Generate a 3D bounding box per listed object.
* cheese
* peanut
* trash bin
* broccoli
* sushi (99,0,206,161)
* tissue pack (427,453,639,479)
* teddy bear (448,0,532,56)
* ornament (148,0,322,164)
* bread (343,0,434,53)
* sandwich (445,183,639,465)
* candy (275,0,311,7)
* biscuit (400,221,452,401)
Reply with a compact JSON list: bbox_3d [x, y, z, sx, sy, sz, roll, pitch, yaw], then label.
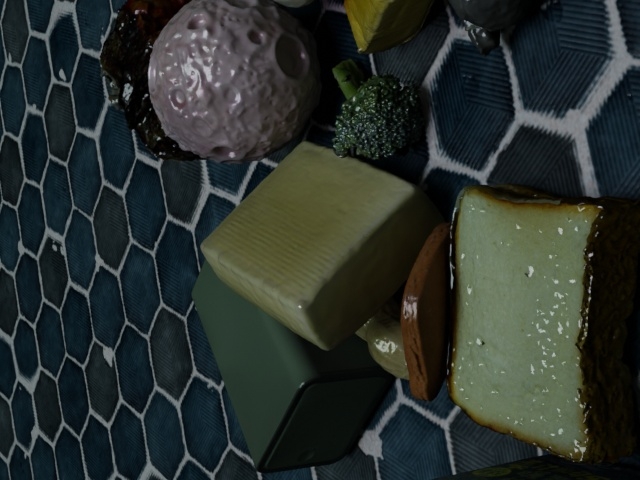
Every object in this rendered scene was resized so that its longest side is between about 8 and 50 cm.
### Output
[{"bbox_3d":[0.000,0.000,1.618,0.242,0.124,0.265,-49,39,-10],"label":"cheese"},{"bbox_3d":[0.089,0.122,1.642,0.187,0.082,0.082,50,133,39],"label":"peanut"},{"bbox_3d":[-0.056,0.146,1.802,0.343,0.158,0.223,62,140,38],"label":"trash bin"},{"bbox_3d":[0.061,-0.192,1.631,0.204,0.118,0.122,-121,34,-51],"label":"broccoli"},{"bbox_3d":[-0.245,-0.272,1.980,0.343,0.196,0.182,58,145,34],"label":"sushi"},{"bbox_3d":[0.233,0.296,1.299,0.185,0.257,0.081,3,96,57],"label":"tissue pack"},{"bbox_3d":[0.203,-0.346,1.358,0.171,0.144,0.251,-7,92,44],"label":"teddy bear"},{"bbox_3d":[-0.117,-0.242,1.745,0.225,0.259,0.259,-11,86,45],"label":"ornament"},{"bbox_3d":[0.092,-0.315,1.502,0.245,0.102,0.094,117,137,-80],"label":"bread"},{"bbox_3d":[0.253,0.086,1.383,0.271,0.099,0.301,18,111,61],"label":"sandwich"},{"bbox_3d":[-0.030,-0.536,1.628,0.386,0.186,0.426,33,122,59],"label":"candy"},{"bbox_3d":[0.153,0.087,1.512,0.036,0.186,0.192,8,129,23],"label":"biscuit"}]
